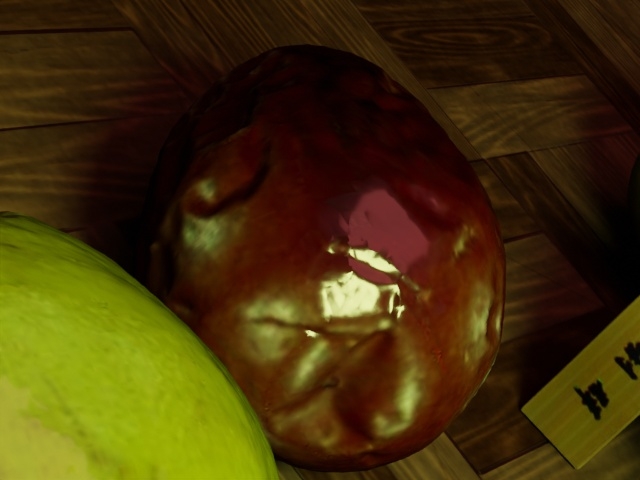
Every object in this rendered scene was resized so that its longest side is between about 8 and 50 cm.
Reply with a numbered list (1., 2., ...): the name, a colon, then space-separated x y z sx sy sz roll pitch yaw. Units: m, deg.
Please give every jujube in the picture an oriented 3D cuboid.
1. jujube: 0.000 0.000 1.082 0.223 0.223 0.318 31 23 -19

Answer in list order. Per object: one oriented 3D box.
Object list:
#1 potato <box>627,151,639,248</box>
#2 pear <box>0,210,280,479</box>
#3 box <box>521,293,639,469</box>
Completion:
1. potato: 0.417 -0.020 1.599 0.359 0.219 0.269 -1 60 -60
2. pear: -0.147 0.162 0.618 0.287 0.287 0.375 14 66 -41
3. box: 0.261 0.069 1.343 0.070 0.152 0.237 48 29 12
